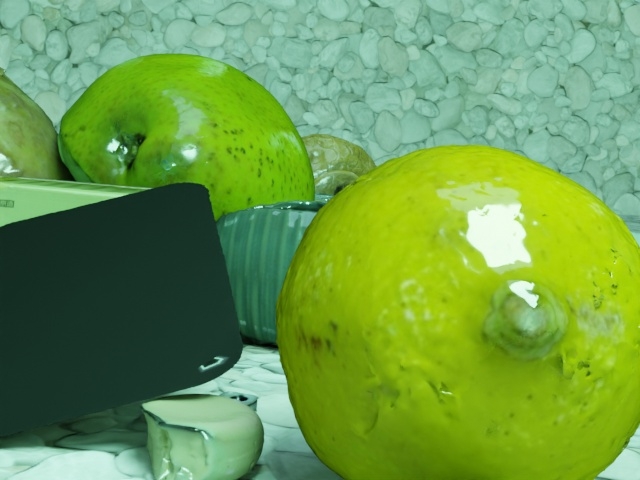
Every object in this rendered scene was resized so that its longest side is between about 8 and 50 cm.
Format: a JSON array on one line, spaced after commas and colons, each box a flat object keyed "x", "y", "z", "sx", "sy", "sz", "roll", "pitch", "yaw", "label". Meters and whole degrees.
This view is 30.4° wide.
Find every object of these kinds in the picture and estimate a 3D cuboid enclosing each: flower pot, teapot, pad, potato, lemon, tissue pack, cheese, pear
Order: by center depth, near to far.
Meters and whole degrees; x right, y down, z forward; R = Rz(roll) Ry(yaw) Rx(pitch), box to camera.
[{"x": 0.097, "y": 0.062, "z": 0.799, "sx": 0.258, "sy": 0.257, "sz": 0.310, "roll": 3, "pitch": -7, "yaw": -13, "label": "lemon"}, {"x": -0.090, "y": 0.141, "z": 0.886, "sx": 0.092, "sy": 0.047, "sz": 0.171, "roll": 6, "pitch": 8, "yaw": -6, "label": "cheese"}, {"x": -0.230, "y": 0.077, "z": 1.039, "sx": 0.315, "sy": 0.063, "sz": 0.375, "roll": -13, "pitch": 28, "yaw": -3, "label": "pad"}, {"x": -0.256, "y": 0.018, "z": 1.259, "sx": 0.234, "sy": 0.159, "sz": 0.125, "roll": 5, "pitch": 7, "yaw": 1, "label": "tissue pack"}, {"x": -0.014, "y": 0.037, "z": 1.295, "sx": 0.243, "sy": 0.157, "sz": 0.189, "roll": 8, "pitch": 10, "yaw": 13, "label": "flower pot"}, {"x": -0.158, "y": -0.102, "z": 1.453, "sx": 0.342, "sy": 0.238, "sz": 0.318, "roll": 45, "pitch": 7, "yaw": 0, "label": "pear"}, {"x": -0.410, "y": -0.071, "z": 1.501, "sx": 0.237, "sy": 0.300, "sz": 0.289, "roll": 27, "pitch": 13, "yaw": 17, "label": "potato"}, {"x": 0.000, "y": -0.068, "z": 1.894, "sx": 0.311, "sy": 0.203, "sz": 0.167, "roll": 21, "pitch": 7, "yaw": -23, "label": "teapot"}]

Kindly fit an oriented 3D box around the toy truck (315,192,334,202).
[{"x": 0.000, "y": 0.000, "z": 1.691, "sx": 0.157, "sy": 0.124, "sz": 0.272, "roll": 1, "pitch": 8, "yaw": -30, "label": "toy truck"}]

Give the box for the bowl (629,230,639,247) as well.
[{"x": 0.269, "y": 0.062, "z": 1.337, "sx": 0.314, "sy": 0.146, "sz": 0.313, "roll": 6, "pitch": 7, "yaw": -1, "label": "bowl"}]
